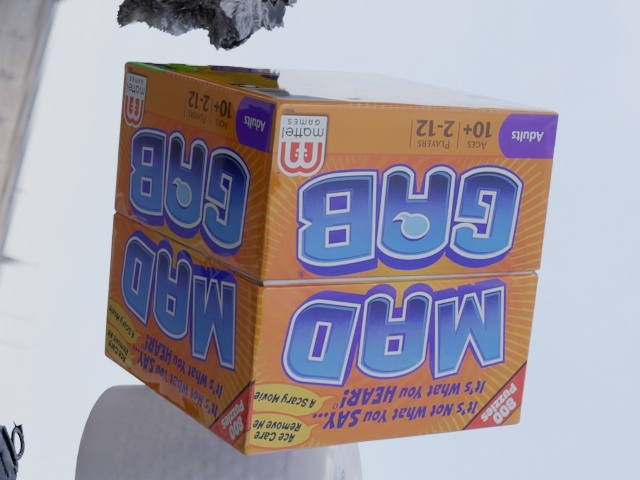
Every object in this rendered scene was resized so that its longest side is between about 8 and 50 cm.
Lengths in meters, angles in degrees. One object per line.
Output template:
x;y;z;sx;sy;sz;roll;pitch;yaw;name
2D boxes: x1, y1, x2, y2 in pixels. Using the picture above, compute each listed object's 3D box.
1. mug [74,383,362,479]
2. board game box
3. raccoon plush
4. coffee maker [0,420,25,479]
-0.121;0.281;1.969;0.276;0.328;0.374;21;68;-74;mug
0.000;0.000;1.661;0.356;0.356;0.356;22;-70;56;board game box
-0.212;-0.464;2.110;0.299;0.446;0.216;15;-129;35;raccoon plush
-0.514;0.319;2.015;0.171;0.178;0.120;19;60;-75;coffee maker
